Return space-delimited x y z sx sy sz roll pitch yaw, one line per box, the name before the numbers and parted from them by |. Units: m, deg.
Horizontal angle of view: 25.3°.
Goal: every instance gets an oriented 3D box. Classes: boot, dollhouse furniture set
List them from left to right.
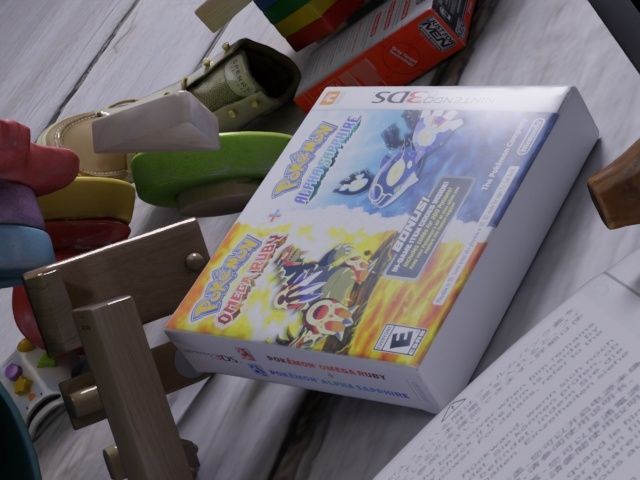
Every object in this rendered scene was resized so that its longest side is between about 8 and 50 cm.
boot | -0.124 -0.106 1.204 0.165 0.077 0.213 -27 -4 31
dollhouse furniture set | -0.088 0.065 0.876 0.123 0.144 0.151 -20 3 -23

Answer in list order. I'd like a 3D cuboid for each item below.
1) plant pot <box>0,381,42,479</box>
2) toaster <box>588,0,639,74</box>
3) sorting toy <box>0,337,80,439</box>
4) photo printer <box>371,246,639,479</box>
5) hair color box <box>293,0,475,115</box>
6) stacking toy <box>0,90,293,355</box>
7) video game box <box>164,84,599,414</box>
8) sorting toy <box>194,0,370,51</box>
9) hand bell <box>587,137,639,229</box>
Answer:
plant pot | -0.343 0.165 0.950 0.293 0.293 0.235 -49 14 -9
toaster | 0.235 -0.186 0.755 0.168 0.110 0.185 -25 29 38
sorting toy | -0.225 0.121 1.128 0.083 0.045 0.075 -45 41 0
photo printer | 0.089 0.111 0.433 0.256 0.107 0.307 -44 7 3
hair color box | 0.049 -0.146 1.096 0.141 0.043 0.072 -31 26 34
stacking toy | -0.157 0.003 1.011 0.280 0.130 0.309 -9 -9 18
video game box | 0.034 -0.005 0.815 0.187 0.048 0.205 2 50 42
sorting toy | 0.040 -0.258 1.192 0.257 0.089 0.255 -38 10 17
hand bell | 0.206 -0.060 0.482 0.242 0.126 0.126 -24 25 6
